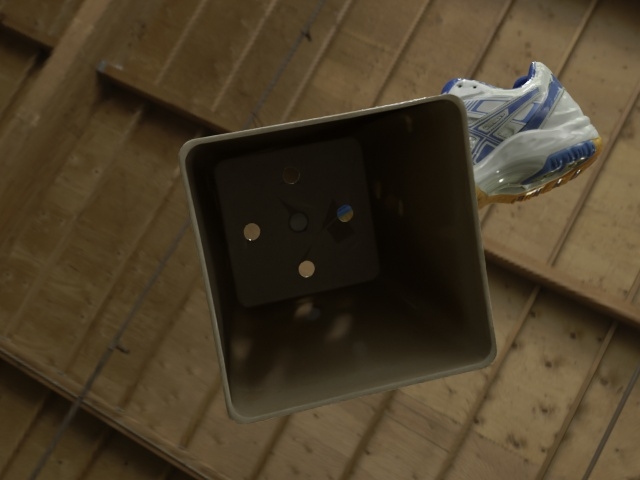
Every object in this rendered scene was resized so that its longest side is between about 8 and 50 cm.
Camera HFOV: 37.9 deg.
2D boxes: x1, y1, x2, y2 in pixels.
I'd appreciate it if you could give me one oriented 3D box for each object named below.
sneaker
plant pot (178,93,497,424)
[{"bbox_3d":[0.126,-0.085,0.910,0.296,0.112,0.131,-19,-106,-23],"label":"sneaker"},{"bbox_3d":[0.000,0.000,0.393,0.109,0.096,0.109,-12,-79,-10],"label":"plant pot"}]
